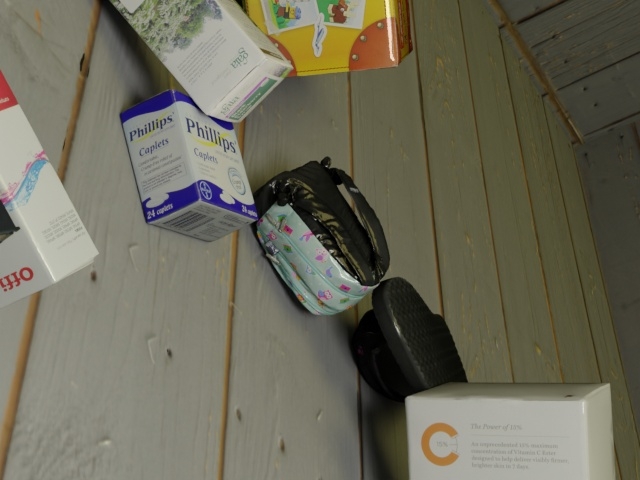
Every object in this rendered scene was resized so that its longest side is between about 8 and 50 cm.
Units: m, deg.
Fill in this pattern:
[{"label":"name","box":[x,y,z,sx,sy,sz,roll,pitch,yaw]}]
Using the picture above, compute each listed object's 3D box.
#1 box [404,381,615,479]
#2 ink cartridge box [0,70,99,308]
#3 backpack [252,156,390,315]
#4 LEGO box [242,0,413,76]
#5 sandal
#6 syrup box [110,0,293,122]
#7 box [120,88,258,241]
[{"label":"box","box":[0.233,0.348,1.465,0.168,0.215,0.345,-1,89,-66]},{"label":"ink cartridge box","box":[-0.271,-0.031,0.942,0.175,0.127,0.072,63,23,-8]},{"label":"backpack","box":[0.000,0.000,1.533,0.182,0.115,0.152,54,37,4]},{"label":"LEGO box","box":[0.000,-0.484,1.644,0.372,0.193,0.500,-60,145,-76]},{"label":"sandal","box":[0.120,0.166,1.698,0.446,0.107,0.167,41,30,-70]},{"label":"syrup box","box":[-0.148,-0.250,1.385,0.237,0.093,0.096,49,14,11]},{"label":"box","box":[-0.143,-0.081,1.358,0.126,0.072,0.137,20,50,-62]}]
